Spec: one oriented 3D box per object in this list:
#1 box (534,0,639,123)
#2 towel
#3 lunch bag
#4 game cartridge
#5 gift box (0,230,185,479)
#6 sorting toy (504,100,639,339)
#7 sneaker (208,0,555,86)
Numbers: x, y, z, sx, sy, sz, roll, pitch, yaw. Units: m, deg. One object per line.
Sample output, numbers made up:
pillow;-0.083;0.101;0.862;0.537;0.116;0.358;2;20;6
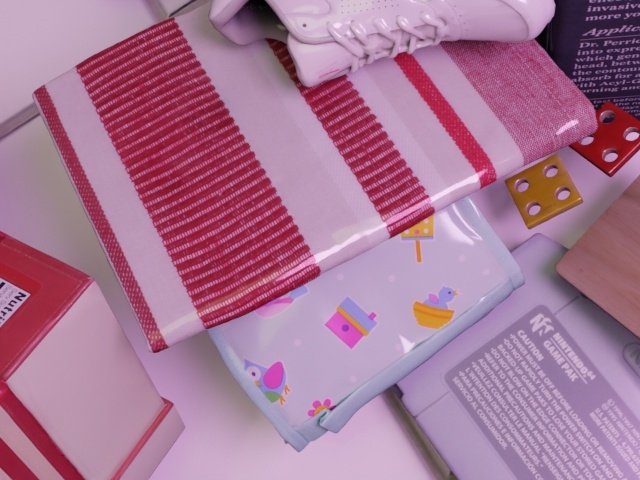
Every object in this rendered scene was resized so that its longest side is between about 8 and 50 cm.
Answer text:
box;0.248;-0.282;0.556;0.212;0.395;0.293;-3;76;10
towel;-0.012;-0.090;0.593;0.329;0.037;0.237;-28;64;-7
lunch bag;0.000;0.000;0.662;0.223;0.160;0.262;-36;67;0
game cartridge;0.202;0.151;0.640;0.198;0.062;0.297;-35;73;-3
gift box;-0.279;0.123;0.615;0.276;0.258;0.255;26;60;26
sorting toy;0.257;0.012;0.603;0.132;0.046;0.274;-47;54;2
sneaker;0.032;-0.146;0.556;0.232;0.090;0.115;14;73;22
